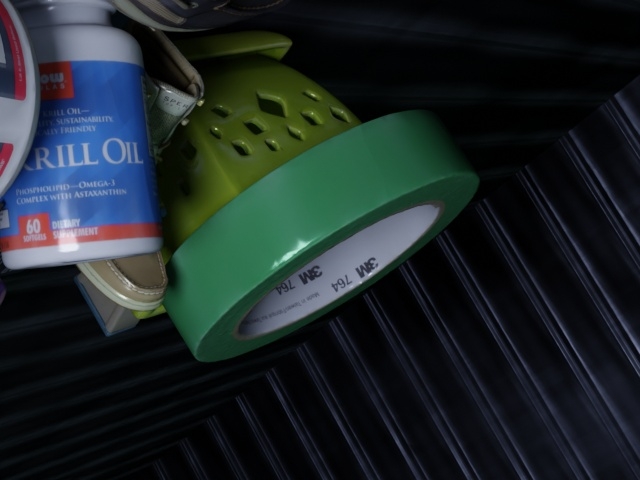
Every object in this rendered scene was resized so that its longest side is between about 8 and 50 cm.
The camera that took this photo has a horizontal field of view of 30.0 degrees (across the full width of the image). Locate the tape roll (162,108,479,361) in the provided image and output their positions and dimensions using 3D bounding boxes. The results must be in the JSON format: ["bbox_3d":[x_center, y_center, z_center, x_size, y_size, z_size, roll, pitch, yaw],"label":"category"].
[{"bbox_3d":[0.000,0.000,1.148,0.321,0.077,0.321,-30,167,-8],"label":"tape roll"}]

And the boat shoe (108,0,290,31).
[{"bbox_3d":[-0.090,-0.213,0.842,0.355,0.130,0.132,-7,108,-63],"label":"boat shoe"}]

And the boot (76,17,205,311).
[{"bbox_3d":[-0.154,-0.065,1.005,0.077,0.213,0.165,2,144,-48],"label":"boot"}]

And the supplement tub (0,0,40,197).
[{"bbox_3d":[-0.314,-0.097,0.701,0.191,0.191,0.272,-37,167,18],"label":"supplement tub"}]

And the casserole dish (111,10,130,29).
[{"bbox_3d":[-0.213,-0.153,1.091,0.114,0.037,0.188,-19,160,-48],"label":"casserole dish"}]

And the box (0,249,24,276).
[{"bbox_3d":[-0.312,-0.049,0.968,0.093,0.156,0.158,-40,165,32],"label":"box"}]

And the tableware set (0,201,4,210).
[{"bbox_3d":[-0.282,0.043,0.798,0.128,0.039,0.194,-54,-170,19],"label":"tableware set"}]

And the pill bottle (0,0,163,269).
[{"bbox_3d":[-0.192,-0.093,0.909,0.124,0.221,0.124,-8,179,0],"label":"pill bottle"}]

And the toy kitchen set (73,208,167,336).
[{"bbox_3d":[-0.210,0.013,1.420,0.207,0.166,0.122,-21,163,-42],"label":"toy kitchen set"}]

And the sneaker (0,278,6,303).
[{"bbox_3d":[-0.446,0.101,1.379,0.236,0.095,0.104,-36,-175,27],"label":"sneaker"}]

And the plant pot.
[{"bbox_3d":[-0.108,-0.081,1.224,0.228,0.207,0.227,-20,162,-47],"label":"plant pot"}]
